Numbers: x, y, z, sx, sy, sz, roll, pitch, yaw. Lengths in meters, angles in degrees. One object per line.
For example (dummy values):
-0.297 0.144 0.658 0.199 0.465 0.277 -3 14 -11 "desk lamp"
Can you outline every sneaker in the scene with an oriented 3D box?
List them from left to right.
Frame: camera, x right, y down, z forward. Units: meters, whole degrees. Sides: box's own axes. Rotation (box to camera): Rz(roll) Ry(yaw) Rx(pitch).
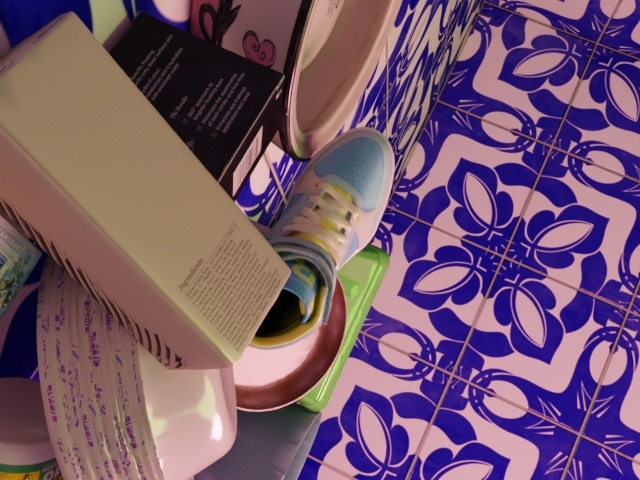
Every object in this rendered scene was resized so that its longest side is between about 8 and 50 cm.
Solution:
0.000 0.000 0.898 0.319 0.127 0.208 -58 -174 -3 "sneaker"

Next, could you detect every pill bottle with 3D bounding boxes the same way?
-0.318 0.251 0.762 0.209 0.117 0.117 -70 169 19 "pill bottle"

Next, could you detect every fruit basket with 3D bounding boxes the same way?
-0.027 0.149 1.660 0.392 0.282 0.392 -39 142 -40 "fruit basket"

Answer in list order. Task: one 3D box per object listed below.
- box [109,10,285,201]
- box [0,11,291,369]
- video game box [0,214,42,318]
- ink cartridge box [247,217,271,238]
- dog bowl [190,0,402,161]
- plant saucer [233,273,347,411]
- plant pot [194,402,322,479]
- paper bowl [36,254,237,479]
-0.138 -0.106 0.726 0.156 0.158 0.093 -62 174 -26 "box"
-0.152 -0.024 0.598 0.275 0.094 0.113 52 50 -26 "box"
-0.305 0.046 0.563 0.187 0.048 0.205 -60 169 -18 "video game box"
-0.127 0.027 1.051 0.128 0.175 0.072 -66 167 -2 "ink cartridge box"
-0.011 -0.312 0.946 0.408 0.150 0.408 -62 168 -23 "dog bowl"
-0.094 0.153 1.385 0.050 0.310 0.311 20 -96 58 "plant saucer"
-0.164 0.443 1.619 0.293 0.235 0.293 -61 168 -21 "plant pot"
-0.169 0.127 0.782 0.284 0.148 0.285 172 -90 -86 "paper bowl"
